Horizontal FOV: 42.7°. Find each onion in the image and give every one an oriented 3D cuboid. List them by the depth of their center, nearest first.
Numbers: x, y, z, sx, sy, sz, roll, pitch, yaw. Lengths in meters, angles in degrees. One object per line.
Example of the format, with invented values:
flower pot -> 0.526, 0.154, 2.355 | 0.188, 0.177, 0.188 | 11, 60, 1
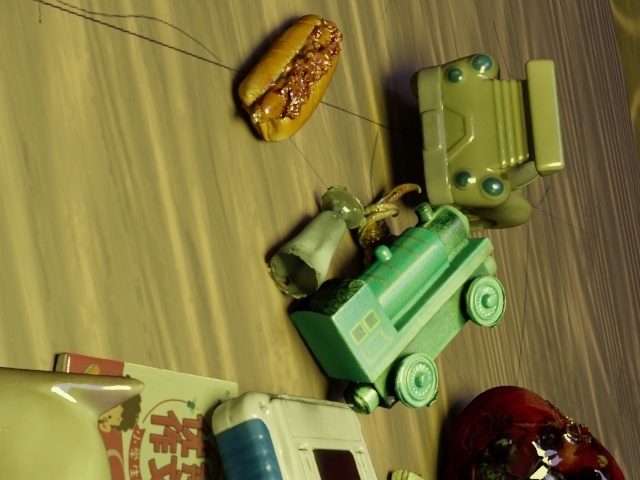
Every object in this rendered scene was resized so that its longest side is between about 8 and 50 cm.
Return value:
onion -> 0.323, 0.356, 1.244 | 0.221, 0.280, 0.281 | 87, 11, -65

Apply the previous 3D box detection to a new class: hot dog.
hot dog -> -0.028, -0.211, 1.041 | 0.102, 0.076, 0.249 | 63, 37, -29

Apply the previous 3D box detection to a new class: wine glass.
wine glass -> 0.000, 0.000, 1.034 | 0.072, 0.072, 0.155 | 62, 39, -24

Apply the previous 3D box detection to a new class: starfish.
starfish -> 0.114, 0.019, 1.189 | 0.146, 0.074, 0.190 | -24, 103, -55

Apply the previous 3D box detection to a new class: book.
book -> -0.164, 0.205, 0.792 | 0.232, 0.022, 0.162 | 23, 63, -50

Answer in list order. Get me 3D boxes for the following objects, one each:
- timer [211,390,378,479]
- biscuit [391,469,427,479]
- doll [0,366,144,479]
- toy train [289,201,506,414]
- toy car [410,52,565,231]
timer -> -0.006, 0.257, 0.895 | 0.253, 0.078, 0.178 | 26, 39, -59
biscuit -> 0.125, 0.431, 1.134 | 0.121, 0.040, 0.199 | 41, 51, -46
doll -> -0.255, 0.244, 0.491 | 0.226, 0.215, 0.370 | 31, 54, -46
toy train -> 0.114, 0.081, 1.069 | 0.298, 0.120, 0.194 | -42, 111, -30
toy car -> 0.282, -0.153, 1.309 | 0.336, 0.226, 0.242 | 14, 70, -67
